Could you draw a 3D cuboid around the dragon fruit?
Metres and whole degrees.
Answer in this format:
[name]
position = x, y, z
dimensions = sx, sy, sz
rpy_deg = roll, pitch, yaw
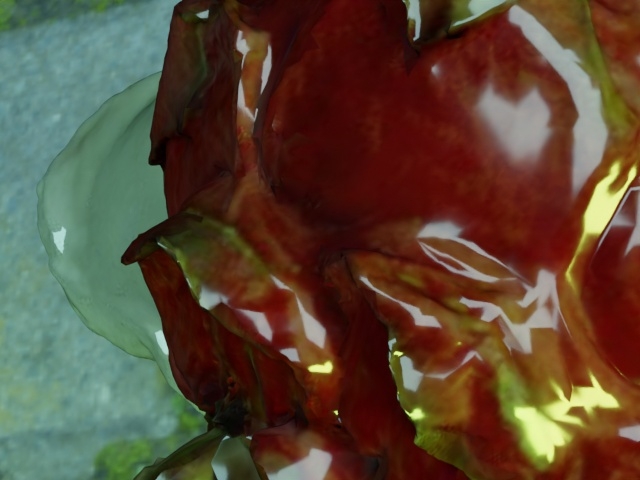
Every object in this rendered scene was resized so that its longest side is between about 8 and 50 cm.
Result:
[dragon fruit]
position = 0.088, -0.018, 0.543
dimensions = 0.277, 0.277, 0.342
rpy_deg = 30, 75, 31

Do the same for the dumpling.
[dumpling]
position = 0.000, 0.000, 0.728
dimensions = 0.250, 0.132, 0.162
rpy_deg = 6, 60, 9
